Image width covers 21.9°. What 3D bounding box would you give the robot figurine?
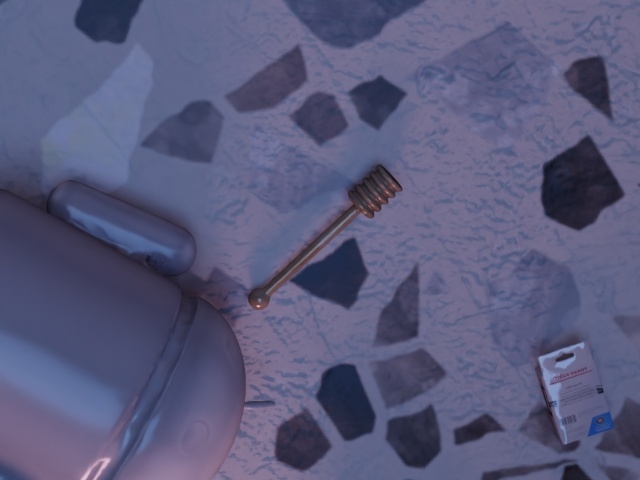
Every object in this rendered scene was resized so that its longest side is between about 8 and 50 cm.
[{"bbox_3d":[-0.206,0.094,1.286,0.353,0.200,0.300,30,68,-10],"label":"robot figurine"}]

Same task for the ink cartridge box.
[{"bbox_3d":[0.216,0.127,1.421,0.048,0.028,0.083,-18,103,-2],"label":"ink cartridge box"}]

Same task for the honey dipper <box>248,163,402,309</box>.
[{"bbox_3d":[0.000,0.000,1.377,0.160,0.030,0.030,-42,102,8],"label":"honey dipper"}]
